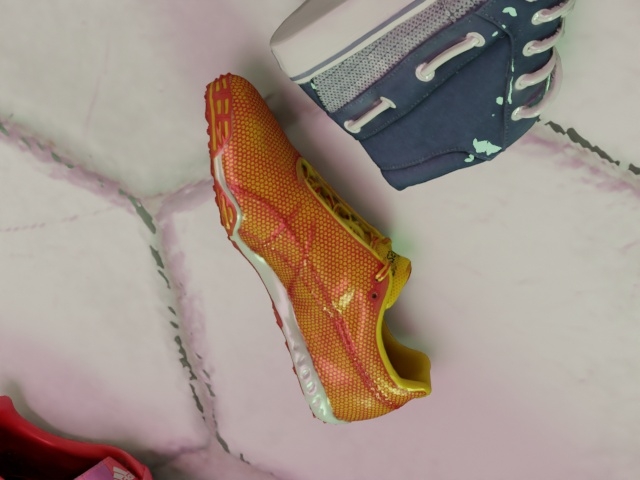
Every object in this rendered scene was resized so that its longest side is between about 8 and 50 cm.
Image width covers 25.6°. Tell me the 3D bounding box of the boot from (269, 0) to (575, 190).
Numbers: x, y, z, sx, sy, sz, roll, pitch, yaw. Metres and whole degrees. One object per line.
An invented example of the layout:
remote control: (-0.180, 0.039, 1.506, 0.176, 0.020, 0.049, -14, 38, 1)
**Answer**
boot: (0.072, -0.087, 0.522, 0.190, 0.069, 0.086, -25, 114, 44)

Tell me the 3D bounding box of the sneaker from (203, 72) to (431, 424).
sneaker: (0.000, 0.000, 0.619, 0.067, 0.064, 0.175, -21, 116, 13)

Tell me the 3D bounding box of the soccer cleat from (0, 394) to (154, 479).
soccer cleat: (-0.089, 0.164, 0.746, 0.248, 0.083, 0.095, 21, 122, 15)
